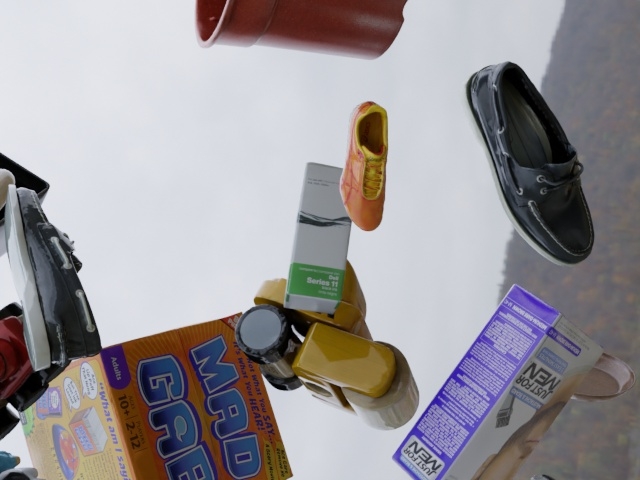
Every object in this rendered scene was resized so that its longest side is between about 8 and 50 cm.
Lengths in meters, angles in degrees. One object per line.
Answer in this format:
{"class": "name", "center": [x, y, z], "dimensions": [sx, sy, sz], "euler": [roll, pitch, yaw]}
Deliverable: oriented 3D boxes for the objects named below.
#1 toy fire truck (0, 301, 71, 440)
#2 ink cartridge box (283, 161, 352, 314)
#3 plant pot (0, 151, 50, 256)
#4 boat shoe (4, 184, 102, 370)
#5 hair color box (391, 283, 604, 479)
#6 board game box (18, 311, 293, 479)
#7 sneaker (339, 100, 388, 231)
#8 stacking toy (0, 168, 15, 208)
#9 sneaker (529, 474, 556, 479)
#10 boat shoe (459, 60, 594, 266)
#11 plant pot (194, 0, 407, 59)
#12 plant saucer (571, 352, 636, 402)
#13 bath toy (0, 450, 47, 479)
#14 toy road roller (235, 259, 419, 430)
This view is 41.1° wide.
{"class": "toy fire truck", "center": [-0.466, 0.225, 1.138], "dimensions": [0.217, 0.158, 0.246], "euler": [-46, -4, 18]}
{"class": "ink cartridge box", "center": [0.000, 0.000, 1.340], "dimensions": [0.153, 0.087, 0.208], "euler": [105, 173, -78]}
{"class": "plant pot", "center": [-0.627, -0.047, 1.529], "dimensions": [0.188, 0.187, 0.167], "euler": [-52, -7, -49]}
{"class": "boat shoe", "center": [-0.372, 0.044, 1.170], "dimensions": [0.302, 0.091, 0.114], "euler": [67, 150, 30]}
{"class": "hair color box", "center": [0.286, 0.258, 1.358], "dimensions": [0.185, 0.110, 0.339], "euler": [32, -85, -44]}
{"class": "board game box", "center": [-0.342, 0.387, 1.732], "dimensions": [0.356, 0.356, 0.356], "euler": [-11, -99, -48]}
{"class": "sneaker", "center": [0.060, -0.095, 1.131], "dimensions": [0.067, 0.064, 0.175], "euler": [-129, 35, -72]}
{"class": "stacking toy", "center": [-0.629, -0.147, 1.278], "dimensions": [0.330, 0.141, 0.141], "euler": [45, -129, -29]}
{"class": "sneaker", "center": [0.304, 0.417, 1.235], "dimensions": [0.190, 0.071, 0.083], "euler": [-17, -55, -55]}
{"class": "boat shoe", "center": [0.336, -0.121, 1.298], "dimensions": [0.127, 0.113, 0.340], "euler": [-22, -93, -24]}
{"class": "plant pot", "center": [-0.020, -0.389, 1.242], "dimensions": [0.272, 0.265, 0.272], "euler": [-173, 90, -69]}
{"class": "plant saucer", "center": [0.542, 0.280, 1.756], "dimensions": [0.198, 0.198, 0.036], "euler": [-42, -43, -59]}
{"class": "bath toy", "center": [-0.433, 0.438, 1.234], "dimensions": [0.129, 0.348, 0.151], "euler": [4, -78, -48]}
{"class": "toy road roller", "center": [0.034, 0.155, 1.468], "dimensions": [0.240, 0.329, 0.202], "euler": [-62, -24, -19]}
